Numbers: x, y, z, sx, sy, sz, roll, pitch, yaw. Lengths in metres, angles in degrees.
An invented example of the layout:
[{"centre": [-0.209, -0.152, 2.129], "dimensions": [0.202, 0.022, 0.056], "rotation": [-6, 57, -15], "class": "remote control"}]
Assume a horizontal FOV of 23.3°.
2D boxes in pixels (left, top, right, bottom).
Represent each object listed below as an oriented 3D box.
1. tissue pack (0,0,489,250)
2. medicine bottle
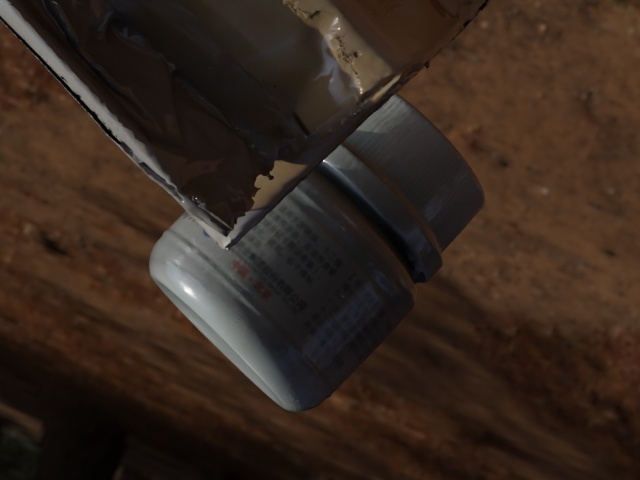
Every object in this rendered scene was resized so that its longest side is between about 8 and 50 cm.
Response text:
[{"centre": [-0.097, -0.158, 0.874], "dimensions": [0.305, 0.238, 0.238], "rotation": [48, 169, -2], "class": "tissue pack"}, {"centre": [0.000, 0.000, 1.634], "dimensions": [0.245, 0.306, 0.245], "rotation": [44, 171, 9], "class": "medicine bottle"}]
